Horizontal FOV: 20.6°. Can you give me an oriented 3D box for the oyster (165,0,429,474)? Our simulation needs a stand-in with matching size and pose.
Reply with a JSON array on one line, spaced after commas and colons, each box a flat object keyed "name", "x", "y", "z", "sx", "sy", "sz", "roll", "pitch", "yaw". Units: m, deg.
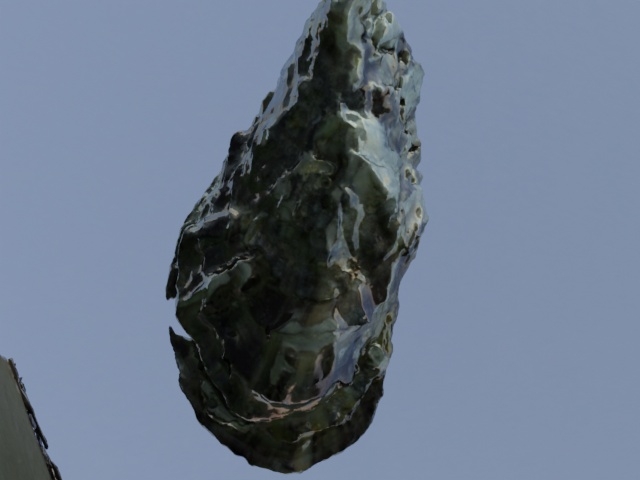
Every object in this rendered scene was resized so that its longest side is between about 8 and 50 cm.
[{"name": "oyster", "x": 0.001, "y": 0.000, "z": 1.034, "sx": 0.252, "sy": 0.087, "sz": 0.199, "roll": -44, "pitch": -97, "yaw": 5}]

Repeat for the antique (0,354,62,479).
[{"name": "antique", "x": -0.190, "y": 0.130, "z": 0.747, "sx": 0.148, "sy": 0.152, "sz": 0.147, "roll": -26, "pitch": -104, "yaw": 5}]
